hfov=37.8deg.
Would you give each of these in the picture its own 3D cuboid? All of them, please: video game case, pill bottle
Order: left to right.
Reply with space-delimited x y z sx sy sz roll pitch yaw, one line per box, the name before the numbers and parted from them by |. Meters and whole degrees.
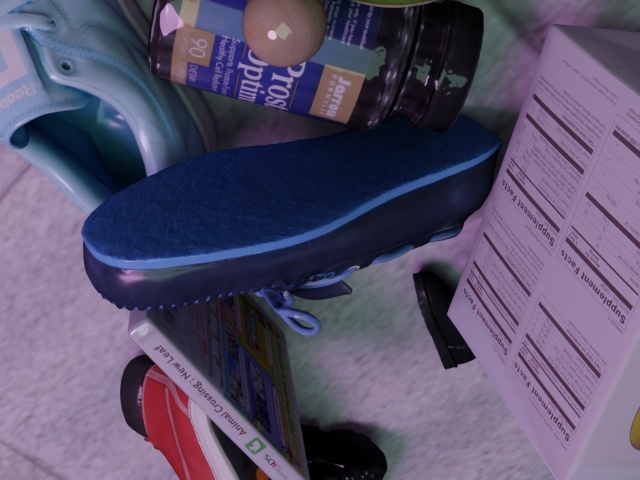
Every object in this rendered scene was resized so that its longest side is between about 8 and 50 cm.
video game case | -0.082 0.077 0.757 0.023 0.212 0.193 -34 117 9
pill bottle | -0.003 -0.149 0.667 0.219 0.123 0.123 14 122 -6

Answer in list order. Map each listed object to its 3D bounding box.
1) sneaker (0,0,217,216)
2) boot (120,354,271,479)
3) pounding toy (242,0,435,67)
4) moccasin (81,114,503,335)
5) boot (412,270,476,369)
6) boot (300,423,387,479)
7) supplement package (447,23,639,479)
sneaker | -0.204 -0.148 0.659 0.135 0.150 0.366 -34 113 20
boot | -0.105 0.222 0.888 0.176 0.088 0.244 0 113 47
pounding toy | 0.028 -0.232 0.559 0.237 0.110 0.183 -33 91 -8
moccasin | 0.000 0.000 0.680 0.342 0.138 0.117 -14 131 -27
boot | 0.144 0.063 0.841 0.099 0.045 0.121 -17 123 13
boot | 0.038 0.298 0.961 0.246 0.094 0.207 16 125 0
supplement package | 0.252 0.010 0.681 0.199 0.198 0.263 0 125 -22
